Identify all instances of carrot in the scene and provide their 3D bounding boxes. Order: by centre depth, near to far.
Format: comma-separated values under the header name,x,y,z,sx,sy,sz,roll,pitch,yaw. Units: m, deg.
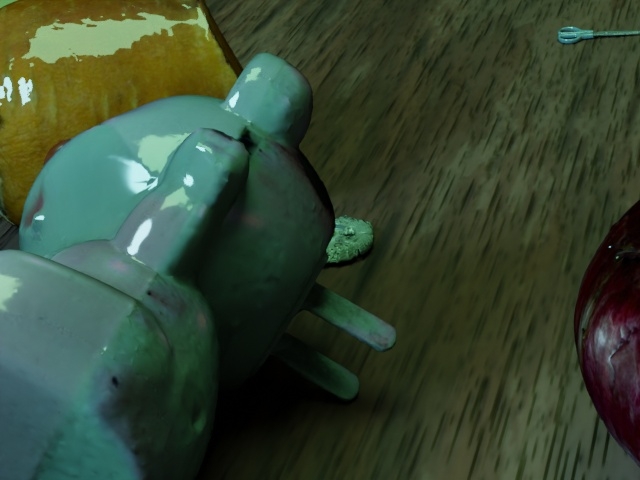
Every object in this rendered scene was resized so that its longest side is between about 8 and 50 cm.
name,x,y,z,sx,sy,sz,roll,pitch,yaw
carrot,-0.189,-0.110,1.158,0.331,0.214,0.193,-13,33,-6

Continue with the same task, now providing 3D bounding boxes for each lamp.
name,x,y,z,sx,sy,sz,roll,pitch,yaw
lamp,-0.085,0.047,0.861,0.247,0.247,0.301,28,39,0

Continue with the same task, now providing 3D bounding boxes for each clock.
name,x,y,z,sx,sy,sz,roll,pitch,yaw
clock,0.000,0.000,1.113,0.083,0.010,0.074,-5,27,5

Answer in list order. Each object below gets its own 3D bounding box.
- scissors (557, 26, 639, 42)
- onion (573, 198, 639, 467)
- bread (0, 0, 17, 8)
name,x,y,z,sx,sy,sz,roll,pitch,yaw
scissors,0.283,-0.210,1.466,0.083,0.006,0.036,-1,29,10
onion,0.282,0.039,0.731,0.314,0.232,0.314,-4,27,2
bread,-0.276,-0.149,1.305,0.261,0.156,0.158,-9,25,-4
